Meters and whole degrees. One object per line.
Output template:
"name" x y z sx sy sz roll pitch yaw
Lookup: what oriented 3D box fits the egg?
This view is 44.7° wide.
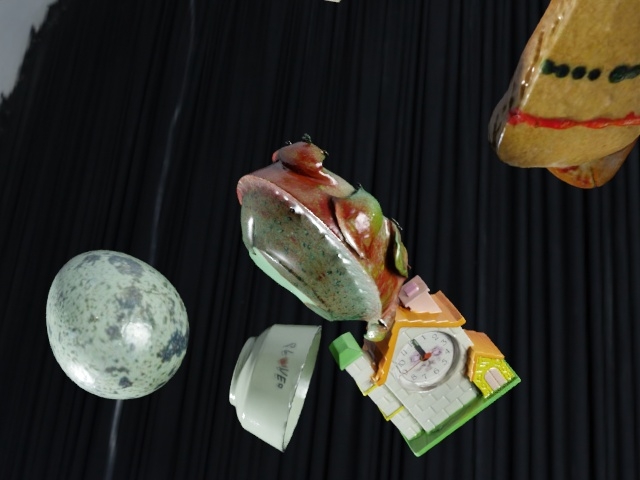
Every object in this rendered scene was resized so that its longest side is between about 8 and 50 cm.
"egg" -0.206 0.079 0.781 0.172 0.132 0.132 49 -172 32

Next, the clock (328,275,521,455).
"clock" 0.166 0.195 1.281 0.255 0.220 0.106 50 -177 -32

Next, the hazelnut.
"hazelnut" 0.498 -0.215 1.510 0.230 0.229 0.229 6 164 2

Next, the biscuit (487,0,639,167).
"biscuit" 0.326 -0.179 0.803 0.262 0.052 0.277 2 134 -25

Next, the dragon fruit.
"dragon fruit" 0.000 0.000 0.959 0.268 0.130 0.295 37 169 6

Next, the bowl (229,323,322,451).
"bowl" -0.078 0.227 1.277 0.112 0.211 0.211 15 165 8
